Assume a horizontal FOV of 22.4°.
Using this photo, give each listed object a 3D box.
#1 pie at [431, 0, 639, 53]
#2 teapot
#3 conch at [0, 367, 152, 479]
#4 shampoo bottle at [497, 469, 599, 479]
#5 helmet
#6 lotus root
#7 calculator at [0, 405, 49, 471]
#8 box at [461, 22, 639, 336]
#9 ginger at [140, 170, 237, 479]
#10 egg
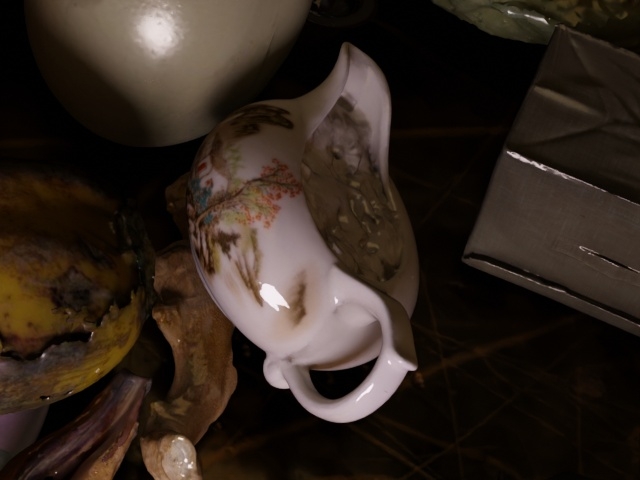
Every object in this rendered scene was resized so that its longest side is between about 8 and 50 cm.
[{"bbox_3d":[0.240,-0.325,1.432,0.395,0.180,0.418,-15,67,-20],"label":"pie"},{"bbox_3d":[0.000,0.000,1.158,0.204,0.139,0.298,27,45,-45],"label":"teapot"},{"bbox_3d":[-0.185,0.188,1.057,0.086,0.080,0.232,30,56,-31],"label":"conch"},{"bbox_3d":[0.193,0.191,1.154,0.137,0.027,0.048,9,64,-3],"label":"shampoo bottle"},{"bbox_3d":[-0.015,-0.207,1.368,0.098,0.070,0.123,-28,74,-37],"label":"helmet"},{"bbox_3d":[-0.300,0.028,1.041,0.398,0.179,0.196,-2,38,-15],"label":"lotus root"},{"bbox_3d":[-0.302,0.140,1.100,0.184,0.042,0.295,29,53,11],"label":"calculator"},{"bbox_3d":[0.248,-0.030,1.242,0.231,0.149,0.155,24,54,8],"label":"box"},{"bbox_3d":[-0.095,0.059,1.170,0.089,0.075,0.288,26,46,-21],"label":"ginger"},{"bbox_3d":[-0.115,-0.201,1.239,0.219,0.269,0.219,15,16,-4],"label":"egg"}]
